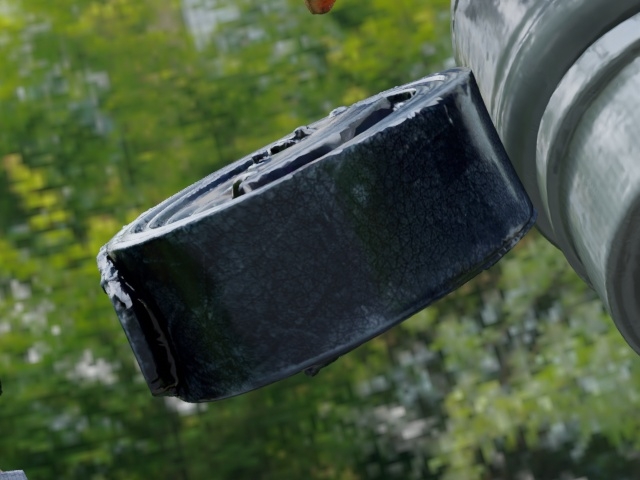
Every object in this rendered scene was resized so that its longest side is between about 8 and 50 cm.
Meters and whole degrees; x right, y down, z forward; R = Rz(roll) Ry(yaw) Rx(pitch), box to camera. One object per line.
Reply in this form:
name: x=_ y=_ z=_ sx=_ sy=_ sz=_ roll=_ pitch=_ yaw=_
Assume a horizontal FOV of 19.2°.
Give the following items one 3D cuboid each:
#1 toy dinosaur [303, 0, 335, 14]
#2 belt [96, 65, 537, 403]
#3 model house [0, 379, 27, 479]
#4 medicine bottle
toy dinosaur: x=0.008 y=-0.251 z=1.205 sx=0.117 sy=0.070 sz=0.288 roll=-36 pitch=-30 yaw=-21
belt: x=0.000 y=0.000 z=0.720 sx=0.141 sy=0.082 sz=0.190 roll=-21 pitch=9 yaw=34
model house: x=-0.190 y=0.149 z=0.878 sx=0.117 sy=0.088 sz=0.167 roll=6 pitch=-64 yaw=-52
medicine bottle: x=0.221 y=-0.084 z=1.124 sx=0.245 sy=0.306 sz=0.245 roll=-6 pitch=-53 yaw=-7
